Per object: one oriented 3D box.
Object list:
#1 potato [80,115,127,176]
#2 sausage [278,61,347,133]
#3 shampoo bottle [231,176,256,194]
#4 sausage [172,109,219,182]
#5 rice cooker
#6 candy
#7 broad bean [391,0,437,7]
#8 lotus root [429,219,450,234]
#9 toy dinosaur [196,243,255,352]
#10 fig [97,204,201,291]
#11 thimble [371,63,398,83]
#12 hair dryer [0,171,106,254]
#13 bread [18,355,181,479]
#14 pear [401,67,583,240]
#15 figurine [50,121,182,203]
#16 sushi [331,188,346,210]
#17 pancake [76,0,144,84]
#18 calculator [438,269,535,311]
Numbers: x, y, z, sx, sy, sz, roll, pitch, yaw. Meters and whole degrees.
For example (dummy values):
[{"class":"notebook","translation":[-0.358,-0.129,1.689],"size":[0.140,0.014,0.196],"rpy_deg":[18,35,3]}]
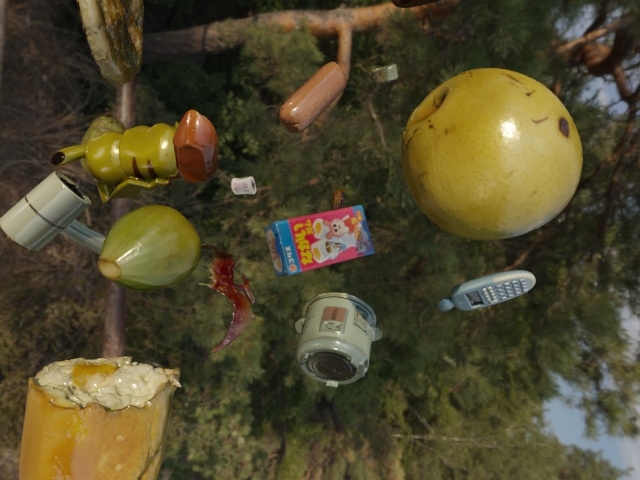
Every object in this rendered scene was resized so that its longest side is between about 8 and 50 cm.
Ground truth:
[{"class":"potato","translation":[-0.692,-0.292,1.468],"size":[0.113,0.150,0.251],"rpy_deg":[128,-42,-58]},{"class":"sausage","translation":[-0.028,-0.512,1.648],"size":[0.304,0.121,0.121],"rpy_deg":[-49,148,-18]},{"class":"shampoo bottle","translation":[-0.313,-0.217,1.827],"size":[0.043,0.099,0.072],"rpy_deg":[-55,139,-57]},{"class":"sausage","translation":[-0.242,-0.175,0.893],"size":[0.179,0.089,0.089],"rpy_deg":[110,-21,-62]},{"class":"rice cooker","translation":[0.056,0.324,1.569],"size":[0.316,0.317,0.264],"rpy_deg":[-86,169,-50]},{"class":"candy","translation":[-0.001,0.000,1.360],"size":[0.100,0.306,0.157],"rpy_deg":[-20,-96,61]},{"class":"broad bean","translation":[0.229,-0.545,0.962],"size":[0.114,0.165,0.084],"rpy_deg":[-70,154,-61]},{"class":"lotus root","translation":[0.497,-0.096,1.708],"size":[0.314,0.169,0.141],"rpy_deg":[10,114,-58]},{"class":"toy dinosaur","translation":[-0.292,0.126,1.282],"size":[0.327,0.113,0.207],"rpy_deg":[55,19,9]},{"class":"fig","translation":[-0.405,0.031,1.073],"size":[0.230,0.207,0.207],"rpy_deg":[-46,137,-32]},{"class":"thimble","translation":[0.271,-0.701,1.925],"size":[0.084,0.110,0.062],"rpy_deg":[-57,135,-58]},{"class":"hair dryer","translation":[-0.720,-0.032,1.351],"size":[0.128,0.203,0.362],"rpy_deg":[42,-7,27]},{"class":"bread","translation":[-0.540,0.511,1.142],"size":[0.250,0.361,0.393],"rpy_deg":[0,-97,57]},{"class":"pear","translation":[0.332,-0.168,0.924],"size":[0.348,0.349,0.347],"rpy_deg":[-8,90,-80]},{"class":"figurine","translation":[-0.519,-0.216,1.266],"size":[0.218,0.327,0.169],"rpy_deg":[84,3,-60]},{"class":"sushi","translation":[0.064,-0.142,1.594],"size":[0.050,0.047,0.099],"rpy_deg":[-84,-176,-50]},{"class":"pancake","translation":[-0.556,-0.620,1.227],"size":[0.387,0.082,0.386],"rpy_deg":[178,-90,-87]},{"class":"calculator","translation":[0.514,0.162,1.429],"size":[0.188,0.303,0.042],"rpy_deg":[44,34,-53]}]
